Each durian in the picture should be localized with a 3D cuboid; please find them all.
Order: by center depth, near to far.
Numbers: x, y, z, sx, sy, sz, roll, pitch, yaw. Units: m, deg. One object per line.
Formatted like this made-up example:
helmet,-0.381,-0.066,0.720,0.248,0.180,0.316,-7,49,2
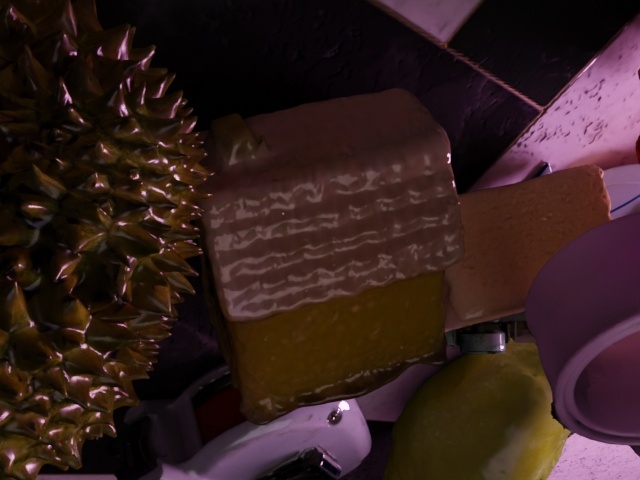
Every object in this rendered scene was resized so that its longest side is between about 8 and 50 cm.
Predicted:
durian,-0.195,0.006,0.363,0.291,0.291,0.224,-15,157,-13
durian,0.225,0.261,0.940,0.256,0.204,0.339,-18,134,-31

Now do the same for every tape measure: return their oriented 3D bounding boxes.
tape measure,-0.068,0.234,0.792,0.246,0.125,0.243,-31,141,8

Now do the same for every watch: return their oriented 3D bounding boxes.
watch,0.306,0.081,0.557,0.217,0.210,0.248,36,123,-29

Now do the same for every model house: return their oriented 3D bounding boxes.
model house,0.000,0.000,0.523,0.194,0.174,0.234,-15,143,-12

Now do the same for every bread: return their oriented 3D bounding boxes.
bread,0.191,0.004,0.660,0.189,0.125,0.068,-14,172,-7

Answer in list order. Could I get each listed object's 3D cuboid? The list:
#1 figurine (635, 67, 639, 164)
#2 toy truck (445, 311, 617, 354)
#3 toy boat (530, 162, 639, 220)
figurine,0.367,-0.182,0.457,0.241,0.306,0.411,8,124,5
toy truck,0.249,0.067,0.758,0.260,0.128,0.135,-1,171,-10
toy boat,0.336,-0.037,0.774,0.291,0.067,0.220,13,133,-21
